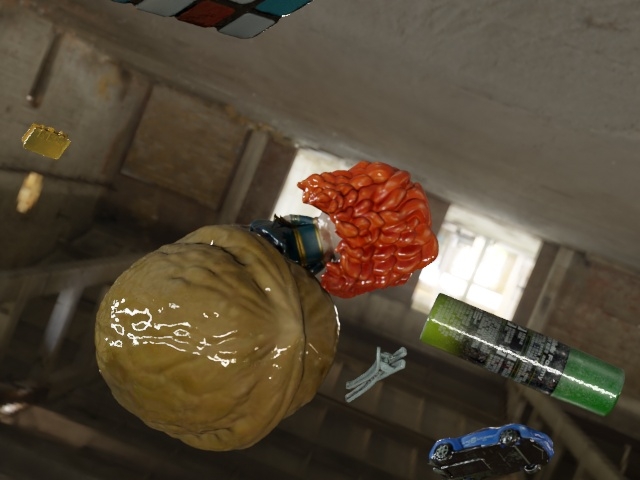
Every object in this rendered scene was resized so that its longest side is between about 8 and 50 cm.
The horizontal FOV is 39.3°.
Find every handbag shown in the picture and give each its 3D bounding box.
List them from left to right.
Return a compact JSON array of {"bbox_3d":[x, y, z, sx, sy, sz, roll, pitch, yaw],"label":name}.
[{"bbox_3d":[-0.566,-0.206,1.851,0.083,0.061,0.027,20,-145,-43],"label":"handbag"}]

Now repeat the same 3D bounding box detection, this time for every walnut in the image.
[{"bbox_3d":[-0.133,0.128,1.190,0.333,0.332,0.333,22,-177,-1],"label":"walnut"}]

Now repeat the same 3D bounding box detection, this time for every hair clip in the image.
[{"bbox_3d":[0.060,0.166,1.132,0.039,0.115,0.030,29,-137,-15],"label":"hair clip"}]

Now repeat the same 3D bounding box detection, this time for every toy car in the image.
[{"bbox_3d":[0.286,0.355,1.511,0.103,0.216,0.063,50,-148,-30],"label":"toy car"}]

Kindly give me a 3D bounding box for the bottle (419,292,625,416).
[{"bbox_3d":[0.335,0.191,1.500,0.330,0.093,0.093,23,-177,10],"label":"bottle"}]

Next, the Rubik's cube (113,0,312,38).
[{"bbox_3d":[-0.060,-0.238,0.562,0.151,0.154,0.155,-22,165,36],"label":"Rubik's cube"}]

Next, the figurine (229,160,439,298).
[{"bbox_3d":[-0.008,0.004,1.589,0.412,0.241,0.306,-19,159,20],"label":"figurine"}]
